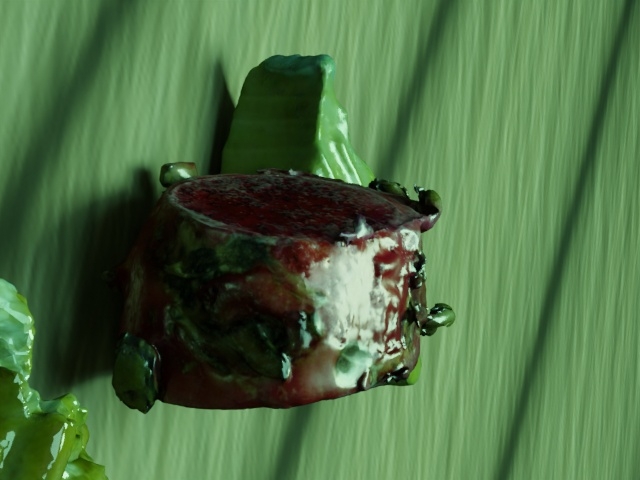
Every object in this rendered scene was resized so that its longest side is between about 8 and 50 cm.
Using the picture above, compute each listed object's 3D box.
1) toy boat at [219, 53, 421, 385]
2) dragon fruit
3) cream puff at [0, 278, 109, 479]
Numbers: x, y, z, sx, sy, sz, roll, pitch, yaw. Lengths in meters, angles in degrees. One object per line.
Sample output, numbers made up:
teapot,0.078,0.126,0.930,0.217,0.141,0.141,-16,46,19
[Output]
toy boat,-0.003,0.002,1.349,0.084,0.111,0.276,-44,127,-48
dragon fruit,-0.025,0.021,1.199,0.282,0.211,0.147,-12,101,-37
cream puff,-0.198,0.107,0.905,0.194,0.195,0.221,50,8,-49
